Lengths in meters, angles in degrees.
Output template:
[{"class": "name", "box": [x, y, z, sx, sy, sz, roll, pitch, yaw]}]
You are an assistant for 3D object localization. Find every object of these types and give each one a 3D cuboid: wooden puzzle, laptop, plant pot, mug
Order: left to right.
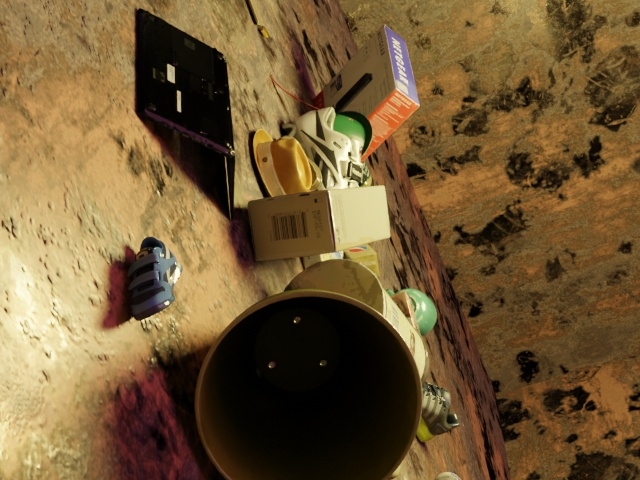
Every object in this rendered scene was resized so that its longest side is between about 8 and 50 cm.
[{"class": "laptop", "box": [-0.214, -0.199, 1.373, 0.264, 0.137, 0.234, 23, 43, -37]}, {"class": "wooden puzzle", "box": [-0.157, -0.549, 2.053, 0.078, 0.014, 0.116, -14, 85, -80]}, {"class": "plant pot", "box": [-0.022, 0.179, 1.166, 0.293, 0.275, 0.274, -119, -172, -82]}, {"class": "mug", "box": [0.237, 0.198, 2.382, 0.097, 0.158, 0.129, 40, 58, -60]}]

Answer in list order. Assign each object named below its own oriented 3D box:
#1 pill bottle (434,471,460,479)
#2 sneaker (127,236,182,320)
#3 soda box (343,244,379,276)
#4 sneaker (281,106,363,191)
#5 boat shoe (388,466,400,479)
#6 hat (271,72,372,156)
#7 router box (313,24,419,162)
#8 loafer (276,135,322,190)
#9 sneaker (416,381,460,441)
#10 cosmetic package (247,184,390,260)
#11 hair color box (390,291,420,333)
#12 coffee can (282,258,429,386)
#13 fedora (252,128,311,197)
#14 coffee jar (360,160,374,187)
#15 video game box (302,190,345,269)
[{"class": "pill bottle", "box": [0.319, 0.649, 2.161, 0.137, 0.078, 0.078, -24, 95, -76]}, {"class": "sneaker", "box": [-0.204, 0.045, 1.011, 0.144, 0.053, 0.059, -99, 166, -65]}, {"class": "soda box", "box": [0.084, 0.039, 1.971, 0.181, 0.061, 0.058, -125, -156, -73]}, {"class": "sneaker", "box": [0.044, -0.158, 1.910, 0.330, 0.146, 0.122, 64, 8, 14]}, {"class": "boat shoe", "box": [0.144, 0.438, 1.821, 0.153, 0.056, 0.048, -76, 150, -53]}, {"class": "hat", "box": [-0.007, -0.279, 2.002, 0.183, 0.209, 0.172, 44, 54, -50]}, {"class": "router box", "box": [0.110, -0.361, 2.222, 0.082, 0.301, 0.335, 31, 32, -26]}, {"class": "loafer", "box": [-0.053, -0.167, 1.836, 0.148, 0.056, 0.050, 51, 23, 20]}, {"class": "sneaker", "box": [0.270, 0.400, 2.207, 0.111, 0.121, 0.300, -92, 158, -50]}, {"class": "cosmetic package", "box": [0.006, -0.037, 1.582, 0.309, 0.160, 0.113, -10, 93, -66]}, {"class": "hair color box", "box": [0.121, 0.181, 1.830, 0.053, 0.167, 0.093, 45, 28, -61]}, {"class": "coffee can", "box": [0.063, 0.180, 1.540, 0.275, 0.202, 0.201, 51, 24, -53]}, {"class": "fedora", "box": [-0.069, -0.145, 1.718, 0.194, 0.079, 0.194, -20, 90, -77]}, {"class": "coffee jar", "box": [0.089, -0.207, 2.407, 0.096, 0.079, 0.184, -90, 157, -53]}, {"class": "video game box", "box": [0.000, 0.000, 1.862, 0.205, 0.048, 0.187, 41, 31, -64]}]
